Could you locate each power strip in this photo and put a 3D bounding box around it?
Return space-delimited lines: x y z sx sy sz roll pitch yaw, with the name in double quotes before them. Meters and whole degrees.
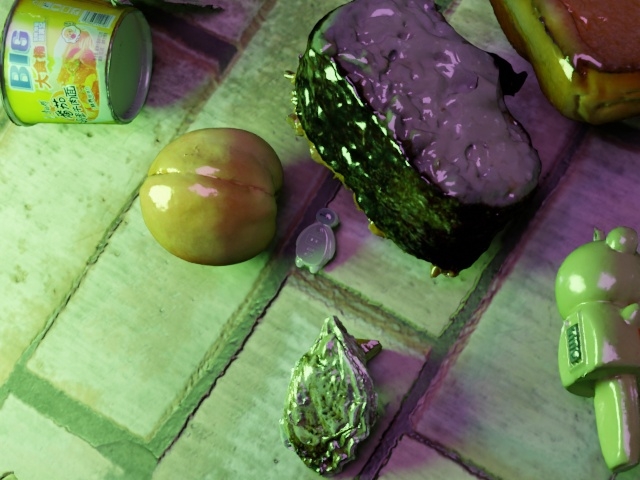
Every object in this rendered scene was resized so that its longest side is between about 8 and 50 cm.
"power strip" 0.000 0.000 1.844 0.055 0.035 0.083 22 90 27

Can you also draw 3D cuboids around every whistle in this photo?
"whistle" 0.323 0.115 1.623 0.106 0.131 0.288 8 62 -22

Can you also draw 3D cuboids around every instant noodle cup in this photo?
"instant noodle cup" -0.323 -0.246 1.976 0.153 0.205 0.205 6 70 14

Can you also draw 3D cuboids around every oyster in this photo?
"oyster" 0.014 0.187 1.721 0.125 0.064 0.177 28 101 16

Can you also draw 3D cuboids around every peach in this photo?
"peach" -0.136 -0.056 1.835 0.184 0.184 0.184 -8 65 17

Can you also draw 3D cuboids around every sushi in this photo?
"sushi" 0.121 -0.138 1.765 0.234 0.207 0.348 -22 68 -30

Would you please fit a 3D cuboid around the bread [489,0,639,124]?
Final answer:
"bread" 0.381 -0.300 1.757 0.328 0.148 0.337 -21 59 -8

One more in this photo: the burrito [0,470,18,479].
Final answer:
"burrito" -0.353 0.360 1.803 0.188 0.045 0.058 50 115 27

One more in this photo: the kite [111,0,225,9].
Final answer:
"kite" -0.292 -0.355 2.023 0.268 0.323 0.013 -123 42 -65

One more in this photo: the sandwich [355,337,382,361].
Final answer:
"sandwich" 0.032 0.137 1.766 0.083 0.031 0.044 -36 63 3
